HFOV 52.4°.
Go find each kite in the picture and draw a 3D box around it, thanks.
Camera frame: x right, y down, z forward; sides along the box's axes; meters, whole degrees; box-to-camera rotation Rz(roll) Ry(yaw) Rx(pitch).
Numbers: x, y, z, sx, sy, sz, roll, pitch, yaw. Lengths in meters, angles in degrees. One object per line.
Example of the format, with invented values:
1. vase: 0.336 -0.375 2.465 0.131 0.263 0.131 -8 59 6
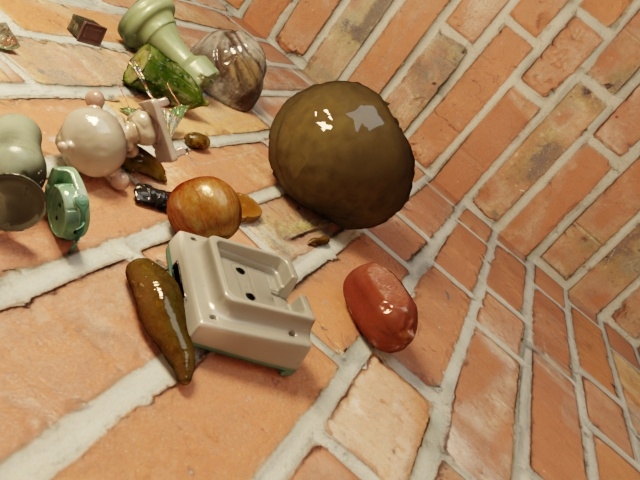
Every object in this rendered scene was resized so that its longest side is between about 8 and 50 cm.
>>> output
1. kite: -0.423 -0.357 1.651 0.198 0.006 0.244 -16 77 -36

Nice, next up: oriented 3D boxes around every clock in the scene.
1. clock: -0.405 -0.046 1.047 0.041 0.101 0.135 -5 49 -41
2. clock: -0.143 0.094 1.169 0.231 0.116 0.262 23 25 -34

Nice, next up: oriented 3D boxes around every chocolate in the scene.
1. chocolate: -0.303 -0.608 2.211 0.303 0.213 0.303 34 22 -16

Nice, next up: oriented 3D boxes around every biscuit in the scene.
1. biscuit: -0.201 -0.087 1.570 0.118 0.023 0.140 46 23 18

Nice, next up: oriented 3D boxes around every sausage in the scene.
1. sausage: 0.135 0.147 1.481 0.148 0.148 0.254 20 26 -40

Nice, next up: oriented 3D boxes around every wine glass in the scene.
1. wine glass: -0.494 -0.118 1.045 0.103 0.103 0.231 23 22 -35

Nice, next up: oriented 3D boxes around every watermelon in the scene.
1. watermelon: -0.716 -0.468 1.451 0.085 0.061 0.085 37 27 -23

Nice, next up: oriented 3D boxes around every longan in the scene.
1. longan: 0.069 -0.255 1.861 0.435 0.404 0.404 24 25 -26

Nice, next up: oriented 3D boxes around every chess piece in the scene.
1. chess piece: -0.450 -0.585 1.988 0.299 0.194 0.194 47 21 -3

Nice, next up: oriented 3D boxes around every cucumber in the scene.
1. cucumber: -0.412 -0.431 1.800 0.244 0.134 0.134 26 24 -37

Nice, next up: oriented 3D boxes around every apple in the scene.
1. apple: -0.227 -0.054 1.296 0.146 0.146 0.131 10 52 -52

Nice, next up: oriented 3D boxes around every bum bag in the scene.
1. bum bag: -0.329 -0.087 1.343 0.124 0.034 0.058 16 44 -45

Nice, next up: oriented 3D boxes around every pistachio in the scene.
1. pistachio: -0.398 -0.181 1.401 0.172 0.049 0.090 27 25 -27

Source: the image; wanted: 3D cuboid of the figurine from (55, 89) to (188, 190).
1. figurine: -0.402 -0.193 1.273 0.144 0.182 0.256 24 37 33

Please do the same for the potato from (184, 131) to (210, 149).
1. potato: -0.322 -0.263 1.707 0.051 0.040 0.083 51 25 17

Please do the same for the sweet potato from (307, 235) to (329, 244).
1. sweet potato: 0.000 0.000 1.717 0.026 0.026 0.115 46 21 19

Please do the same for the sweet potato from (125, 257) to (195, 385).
1. sweet potato: -0.242 0.114 1.019 0.077 0.077 0.244 14 31 -47

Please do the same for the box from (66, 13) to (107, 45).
1. box: -0.652 -0.588 1.814 0.063 0.060 0.084 38 20 21
